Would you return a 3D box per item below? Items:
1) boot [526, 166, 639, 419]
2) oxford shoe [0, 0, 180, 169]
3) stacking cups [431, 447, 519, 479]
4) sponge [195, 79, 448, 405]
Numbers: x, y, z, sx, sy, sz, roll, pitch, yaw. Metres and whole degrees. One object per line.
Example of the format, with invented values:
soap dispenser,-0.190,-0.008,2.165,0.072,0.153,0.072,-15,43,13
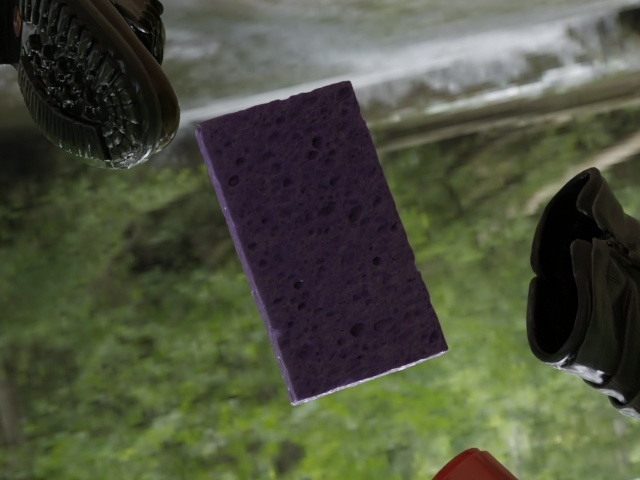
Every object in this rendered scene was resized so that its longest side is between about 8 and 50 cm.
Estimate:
boot,0.232,0.120,1.014,0.118,0.223,0.338,-42,-150,31
oxford shoe,-0.114,-0.106,0.777,0.096,0.082,0.227,-4,-149,-29
stacking cups,0.191,0.255,0.927,0.096,0.316,0.096,-32,149,-22
sponge,0.000,0.000,1.059,0.117,0.210,0.031,-19,174,-11
